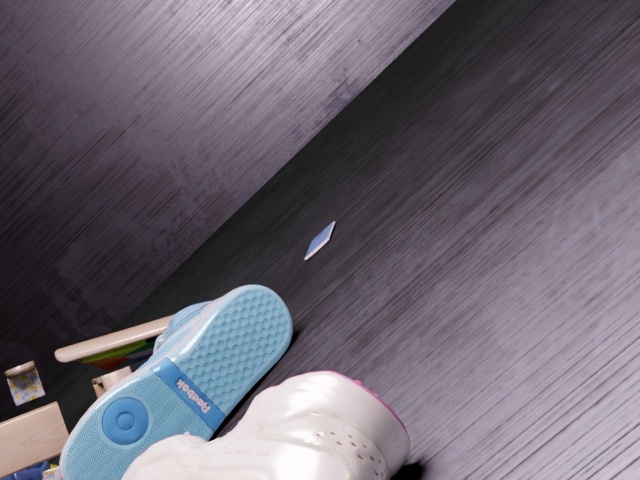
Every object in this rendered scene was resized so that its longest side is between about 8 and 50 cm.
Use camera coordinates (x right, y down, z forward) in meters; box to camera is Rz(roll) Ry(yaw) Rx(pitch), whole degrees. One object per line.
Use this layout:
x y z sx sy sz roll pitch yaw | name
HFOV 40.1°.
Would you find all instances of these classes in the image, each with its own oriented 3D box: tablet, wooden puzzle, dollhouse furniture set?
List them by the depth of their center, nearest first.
-0.382 0.274 1.257 0.242 0.212 0.161 -20 -1 -22 | dollhouse furniture set
0.000 0.000 1.397 0.054 0.006 0.083 -41 10 20 | tablet
-0.292 0.169 1.431 0.220 0.044 0.239 -17 -8 -2 | wooden puzzle

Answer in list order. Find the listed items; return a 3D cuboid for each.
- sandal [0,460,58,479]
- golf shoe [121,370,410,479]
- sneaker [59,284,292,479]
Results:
-0.512 0.427 1.356 0.126 0.138 0.317 -40 13 15 | sandal
-0.076 0.200 0.597 0.306 0.115 0.140 -39 15 35 | golf shoe
-0.187 0.186 1.070 0.319 0.127 0.208 -39 9 -24 | sneaker
